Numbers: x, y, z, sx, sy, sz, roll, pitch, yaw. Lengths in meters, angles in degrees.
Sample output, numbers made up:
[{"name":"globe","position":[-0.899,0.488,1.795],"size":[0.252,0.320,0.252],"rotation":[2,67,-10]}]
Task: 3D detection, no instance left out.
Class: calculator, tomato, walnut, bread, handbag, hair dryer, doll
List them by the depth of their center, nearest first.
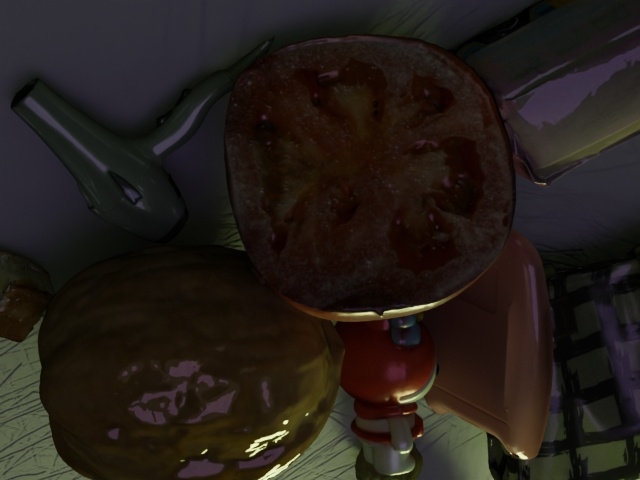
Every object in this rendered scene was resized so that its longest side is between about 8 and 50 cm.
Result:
[{"name":"hair dryer","position":[-0.206,-0.150,1.569],"size":[0.229,0.092,0.267],"rotation":[24,97,-22]},{"name":"tomato","position":[0.052,-0.056,1.577],"size":[0.338,0.338,0.144],"rotation":[-17,164,-7]},{"name":"walnut","position":[-0.141,0.144,1.627],"size":[0.343,0.306,0.306],"rotation":[-10,123,-7]},{"name":"bread","position":[-0.351,0.062,1.641],"size":[0.070,0.077,0.083],"rotation":[26,110,-41]},{"name":"calculator","position":[0.190,0.105,1.758],"size":[0.048,0.220,0.330],"rotation":[-23,122,-34]},{"name":"doll","position":[0.076,0.139,1.771],"size":[0.129,0.161,0.290],"rotation":[-6,103,-14]},{"name":"handbag","position":[0.366,0.161,1.881],"size":[0.325,0.162,0.327],"rotation":[-15,118,-11]},{"name":"walnut","position":[0.091,0.298,1.924],"size":[0.092,0.092,0.092],"rotation":[-8,123,-13]}]

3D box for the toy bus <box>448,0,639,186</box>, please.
[{"name":"toy bus","position":[0.355,-0.214,1.641],"size":[0.386,0.162,0.171],"rotation":[-29,124,1]}]
